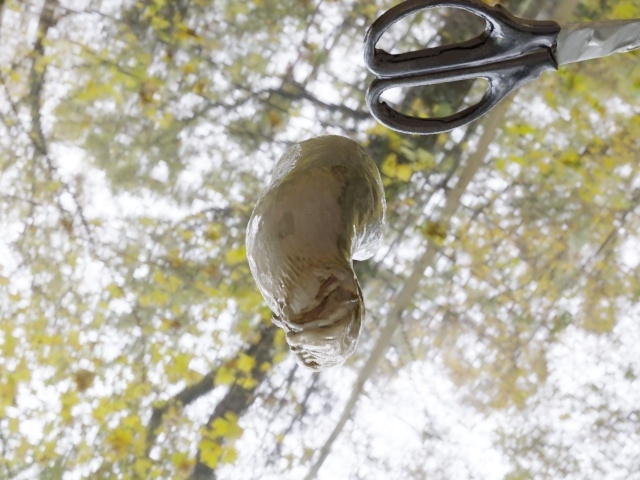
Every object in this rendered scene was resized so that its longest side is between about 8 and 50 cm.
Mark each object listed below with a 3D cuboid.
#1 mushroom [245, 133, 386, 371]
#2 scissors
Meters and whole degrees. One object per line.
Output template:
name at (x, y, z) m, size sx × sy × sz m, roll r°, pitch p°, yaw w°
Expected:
mushroom at (0.000, 0.000, 1.240) m, size 0.177 × 0.126 × 0.397 m, roll 55°, pitch -161°, yaw -10°
scissors at (0.177, -0.139, 0.787) m, size 0.300 × 0.109 × 0.022 m, roll -11°, pitch -138°, yaw -5°
